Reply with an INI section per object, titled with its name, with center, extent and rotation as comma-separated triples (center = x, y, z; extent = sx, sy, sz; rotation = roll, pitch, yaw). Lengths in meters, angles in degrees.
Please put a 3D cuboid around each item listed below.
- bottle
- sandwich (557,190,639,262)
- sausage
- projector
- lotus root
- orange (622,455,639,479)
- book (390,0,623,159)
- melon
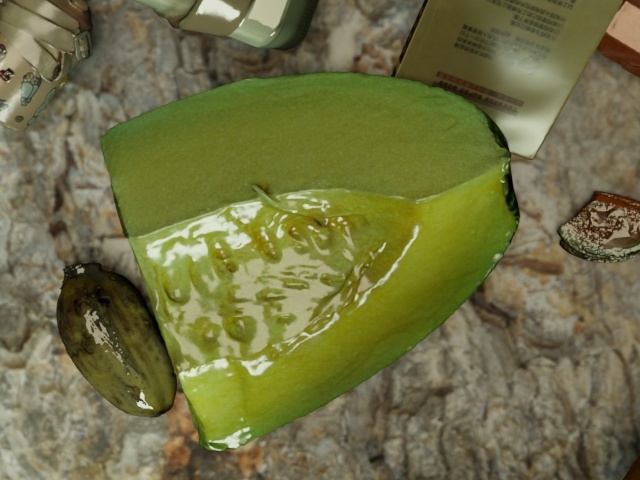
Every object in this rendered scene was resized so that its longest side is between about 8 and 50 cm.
[bottle]
center = -0.275, -0.187, 0.884
extent = 0.099, 0.099, 0.152
rotation = 42, 96, -3
[sandwich]
center = 0.282, -0.011, 0.898
extent = 0.101, 0.026, 0.069
rotation = 8, 101, 4
[sausage]
center = 0.336, -0.160, 0.852
extent = 0.169, 0.065, 0.065
rotation = 33, 100, 1
[projector]
center = -0.085, -0.259, 0.781
extent = 0.177, 0.242, 0.163
rotation = 19, 103, 0
[lotus root]
center = -0.207, 0.102, 0.929
extent = 0.080, 0.089, 0.179
rotation = -18, 102, 44
[orange]
center = 0.392, 0.282, 0.820
extent = 0.274, 0.274, 0.274
rotation = 1, 99, 5
[book]
center = 0.170, -0.192, 0.822
extent = 0.161, 0.026, 0.231
rotation = 19, 124, -8
[melon]
center = 0.000, 0.000, 0.837
extent = 0.343, 0.226, 0.331
rotation = -16, 87, -5
